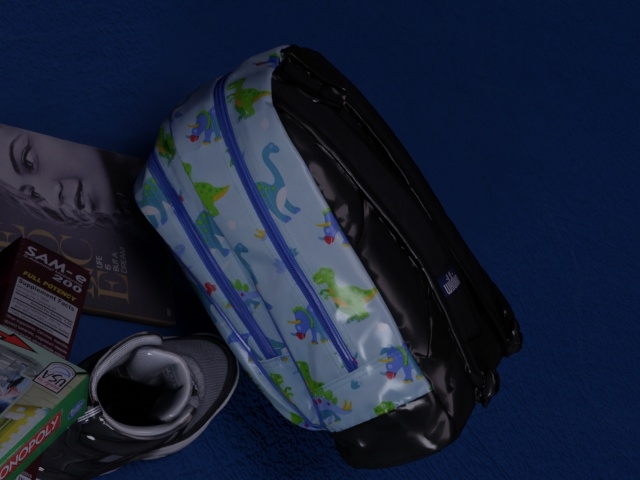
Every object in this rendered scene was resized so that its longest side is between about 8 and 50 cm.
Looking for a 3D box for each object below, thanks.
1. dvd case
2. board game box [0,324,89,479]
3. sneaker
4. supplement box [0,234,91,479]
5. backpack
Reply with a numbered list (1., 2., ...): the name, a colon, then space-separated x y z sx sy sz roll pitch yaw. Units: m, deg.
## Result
1. dvd case: -0.228 -0.016 1.727 0.221 0.018 0.165 12 60 -37
2. board game box: -0.358 0.099 1.404 0.317 0.046 0.213 26 41 17
3. sneaker: -0.136 0.128 1.633 0.268 0.153 0.101 -23 84 -46
4. supplement box: -0.267 0.129 1.532 0.073 0.130 0.239 31 49 -25
5. backpack: 0.000 0.000 1.762 0.356 0.273 0.290 68 25 -17
